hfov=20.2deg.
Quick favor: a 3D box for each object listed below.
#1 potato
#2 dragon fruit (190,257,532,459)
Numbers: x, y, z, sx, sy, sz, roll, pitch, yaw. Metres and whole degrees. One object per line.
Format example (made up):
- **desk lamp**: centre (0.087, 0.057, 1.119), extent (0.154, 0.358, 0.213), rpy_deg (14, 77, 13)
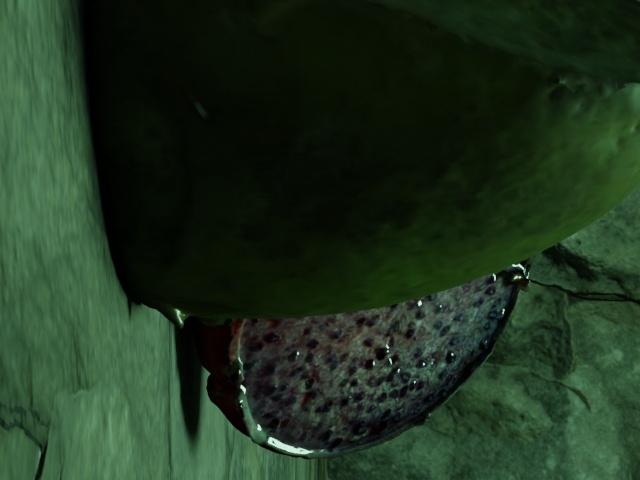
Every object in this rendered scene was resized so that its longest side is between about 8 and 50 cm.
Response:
- **potato**: centre (0.040, -0.057, 0.763), extent (0.269, 0.255, 0.112), rpy_deg (87, 3, -46)
- **dragon fruit**: centre (0.000, 0.003, 1.057), extent (0.218, 0.224, 0.148), rpy_deg (-57, -134, 15)
